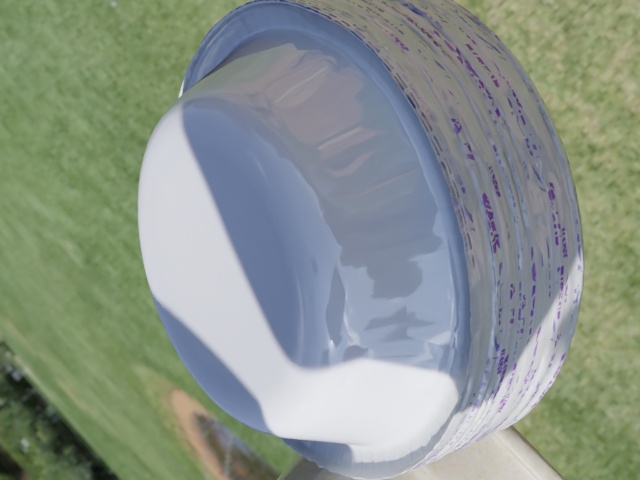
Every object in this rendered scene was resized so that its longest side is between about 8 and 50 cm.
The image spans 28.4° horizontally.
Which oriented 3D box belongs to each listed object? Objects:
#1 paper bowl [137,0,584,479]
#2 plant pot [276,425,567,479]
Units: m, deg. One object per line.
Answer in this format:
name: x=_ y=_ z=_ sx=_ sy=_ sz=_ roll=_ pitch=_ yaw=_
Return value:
paper bowl: x=0.000 y=0.000 z=0.730 sx=0.284 sy=0.148 sz=0.284 roll=26 pitch=125 yaw=46
plant pot: x=0.053 y=0.271 z=0.931 sx=0.334 sy=0.305 sz=0.334 roll=46 pitch=178 yaw=2
